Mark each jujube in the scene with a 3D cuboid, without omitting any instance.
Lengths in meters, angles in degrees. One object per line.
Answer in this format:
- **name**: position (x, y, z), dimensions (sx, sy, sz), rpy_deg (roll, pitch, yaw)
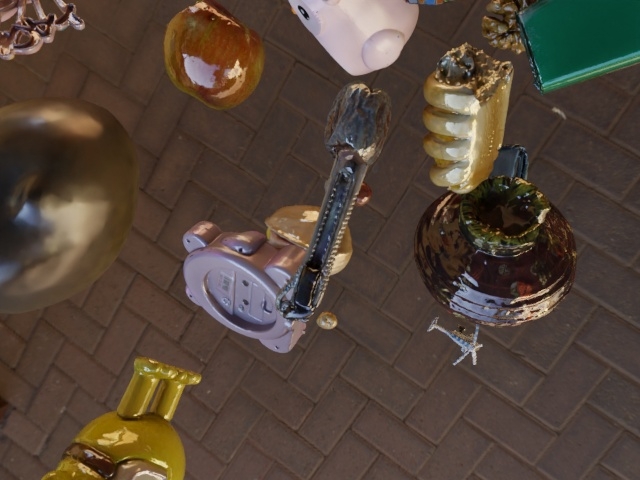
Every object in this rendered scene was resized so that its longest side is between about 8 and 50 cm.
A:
- **jujube**: position (0.138, -0.404, 1.582), dimensions (0.215, 0.246, 0.309), rpy_deg (18, 91, -23)

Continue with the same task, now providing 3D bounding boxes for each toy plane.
- **toy plane**: position (0.510, 0.374, 1.697), dimensions (0.272, 0.107, 0.182), rpy_deg (12, 101, -16)

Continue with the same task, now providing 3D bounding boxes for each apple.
- **apple**: position (-0.361, -0.618, 1.488), dimensions (0.338, 0.339, 0.341), rpy_deg (0, 93, 8)

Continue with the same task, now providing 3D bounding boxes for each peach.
- **peach**: position (0.126, -0.152, 1.434), dimensions (0.082, 0.083, 0.083), rpy_deg (0, 93, 8)

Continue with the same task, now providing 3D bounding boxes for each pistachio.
- **pistachio**: position (-0.038, 0.003, 1.397), dimensions (0.308, 0.229, 0.230), rpy_deg (13, 95, 21)

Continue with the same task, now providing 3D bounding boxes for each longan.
- **longan**: position (-0.425, -0.055, 0.666), dimensions (0.288, 0.288, 0.350), rpy_deg (38, 99, 5)

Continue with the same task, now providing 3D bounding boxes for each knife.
- **knife**: position (-0.001, 0.002, 0.847), dimensions (0.089, 0.043, 0.366), rpy_deg (22, 104, 4)

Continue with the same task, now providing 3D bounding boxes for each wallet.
- **wallet**: position (0.500, -0.156, 1.281), dimensions (0.075, 0.342, 0.238), rpy_deg (2, 100, -2)

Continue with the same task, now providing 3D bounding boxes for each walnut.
- **walnut**: position (0.492, -0.547, 1.099), dimensions (0.170, 0.069, 0.143), rpy_deg (22, 118, 10)

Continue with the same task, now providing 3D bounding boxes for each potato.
- **potato**: position (0.020, 0.282, 1.559), dimensions (0.062, 0.083, 0.068), rpy_deg (-42, 99, -20)

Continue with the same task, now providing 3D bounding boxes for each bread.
- **bread**: position (0.177, -0.145, 0.549), dimensions (0.084, 0.119, 0.178), rpy_deg (22, 135, 38)

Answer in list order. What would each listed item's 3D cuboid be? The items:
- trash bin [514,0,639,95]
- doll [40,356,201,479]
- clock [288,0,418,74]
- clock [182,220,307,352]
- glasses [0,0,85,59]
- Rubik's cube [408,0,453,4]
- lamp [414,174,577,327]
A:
- **trash bin**: position (0.617, -0.482, 0.907), dimensions (0.380, 0.259, 0.296), rpy_deg (-18, 96, 28)
- **doll**: position (-0.257, 0.314, 0.500), dimensions (0.145, 0.199, 0.364), rpy_deg (10, 68, 27)
- **clock**: position (0.073, -0.618, 1.102), dimensions (0.250, 0.376, 0.369), rpy_deg (-37, 70, 24)
- **clock**: position (-0.178, 0.106, 1.060), dimensions (0.321, 0.113, 0.296), rpy_deg (23, 131, 13)
- **glasses**: position (-0.310, -0.220, 0.320), dimensions (0.255, 0.095, 0.162), rpy_deg (8, 75, -17)
- **Rubik's cube**: position (0.158, -0.383, 0.614), dimensions (0.111, 0.093, 0.111), rpy_deg (1, 98, 4)
- **lamp**: position (0.262, 0.011, 0.673), dimensions (0.246, 0.247, 0.247), rpy_deg (0, 93, 8)
